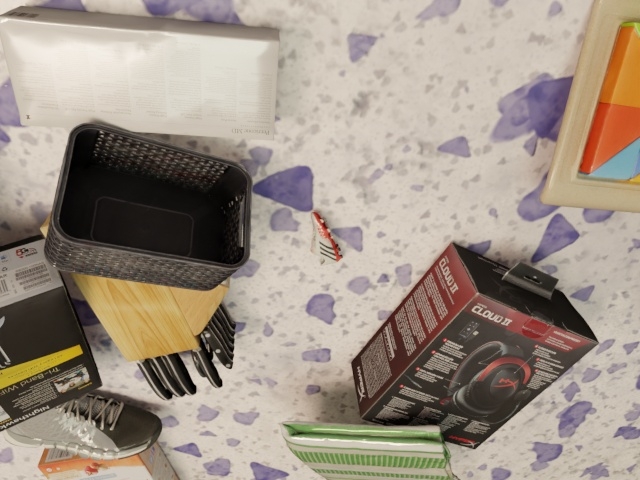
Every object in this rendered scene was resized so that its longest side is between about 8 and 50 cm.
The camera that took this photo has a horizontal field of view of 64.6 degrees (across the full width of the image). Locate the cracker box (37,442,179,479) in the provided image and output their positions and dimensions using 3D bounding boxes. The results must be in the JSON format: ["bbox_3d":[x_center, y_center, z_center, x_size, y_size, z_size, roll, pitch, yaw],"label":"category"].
[{"bbox_3d":[-0.343,0.406,0.860,0.155,0.067,0.232,-10,126,1],"label":"cracker box"}]

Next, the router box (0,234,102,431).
[{"bbox_3d":[-0.418,0.144,0.540,0.308,0.081,0.243,-21,148,-27],"label":"router box"}]

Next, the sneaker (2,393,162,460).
[{"bbox_3d":[-0.349,0.245,0.736,0.228,0.086,0.132,6,122,-10],"label":"sneaker"}]

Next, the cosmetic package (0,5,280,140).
[{"bbox_3d":[-0.161,-0.158,0.485,0.238,0.060,0.099,3,123,-8],"label":"cosmetic package"}]

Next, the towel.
[{"bbox_3d":[0.091,0.353,0.815,0.247,0.038,0.325,-5,144,16],"label":"towel"}]

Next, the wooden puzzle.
[{"bbox_3d":[0.374,-0.138,0.551,0.220,0.044,0.239,4,113,-10],"label":"wooden puzzle"}]

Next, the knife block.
[{"bbox_3d":[-0.223,0.089,0.635,0.275,0.088,0.242,25,118,-23],"label":"knife block"}]

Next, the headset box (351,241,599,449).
[{"bbox_3d":[0.214,0.151,0.717,0.218,0.110,0.293,21,121,-21],"label":"headset box"}]

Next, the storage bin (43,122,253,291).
[{"bbox_3d":[-0.168,-0.026,0.510,0.180,0.122,0.084,12,154,-28],"label":"storage bin"}]

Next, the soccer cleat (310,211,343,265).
[{"bbox_3d":[0.000,0.000,0.637,0.035,0.029,0.083,-24,129,5],"label":"soccer cleat"}]
